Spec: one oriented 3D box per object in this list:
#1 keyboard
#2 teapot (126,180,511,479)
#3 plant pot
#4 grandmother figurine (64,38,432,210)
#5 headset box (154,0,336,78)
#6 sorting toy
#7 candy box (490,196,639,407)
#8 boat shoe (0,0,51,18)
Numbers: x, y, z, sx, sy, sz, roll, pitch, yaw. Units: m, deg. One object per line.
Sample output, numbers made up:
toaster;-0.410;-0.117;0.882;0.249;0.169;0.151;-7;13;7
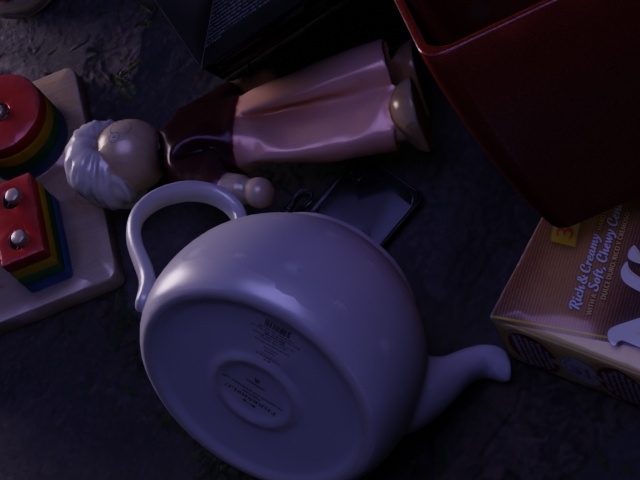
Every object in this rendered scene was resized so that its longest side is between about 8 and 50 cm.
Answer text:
keyboard;0.000;0.000;1.452;0.108;0.023;0.180;37;80;24
teapot;-0.016;0.065;1.322;0.252;0.256;0.187;-9;31;38
plant pot;0.206;-0.172;1.243;0.267;0.236;0.267;-25;38;4
grandmother figurine;-0.072;-0.102;1.472;0.342;0.104;0.208;-12;25;12
headset box;-0.039;-0.252;1.459;0.218;0.293;0.110;-34;93;3
sorting toy;-0.345;-0.035;1.558;0.257;0.089;0.255;-22;59;10
candy box;0.318;0.054;1.266;0.316;0.087;0.183;21;71;27
boat shoe;-0.269;-0.386;1.688;0.123;0.116;0.324;23;75;28
